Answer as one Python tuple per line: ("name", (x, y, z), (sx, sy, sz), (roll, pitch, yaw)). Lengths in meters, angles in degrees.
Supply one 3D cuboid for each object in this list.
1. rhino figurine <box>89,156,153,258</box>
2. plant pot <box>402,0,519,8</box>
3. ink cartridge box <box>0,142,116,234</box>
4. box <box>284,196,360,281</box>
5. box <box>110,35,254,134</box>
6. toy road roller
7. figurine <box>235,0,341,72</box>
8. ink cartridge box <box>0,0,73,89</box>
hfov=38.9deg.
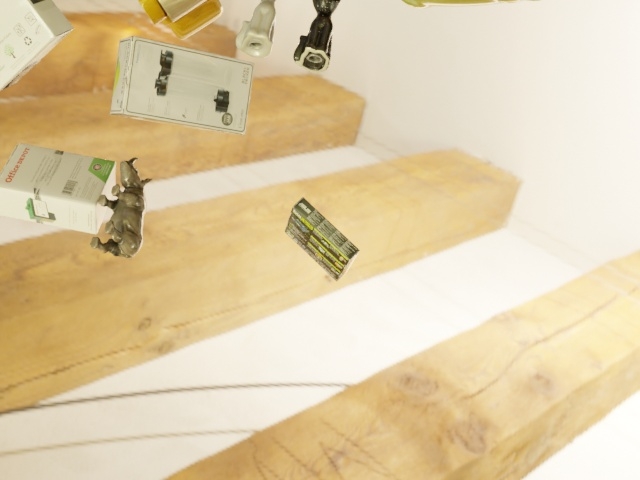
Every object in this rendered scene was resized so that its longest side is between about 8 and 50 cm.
("rhino figurine", (-0.411, -0.072, 1.913), (0.106, 0.073, 0.243), (36, -131, -44))
("plant pot", (0.336, -0.701, 2.119), (0.366, 0.366, 0.353), (-10, -176, -39))
("ink cartridge box", (-0.575, -0.115, 1.976), (0.219, 0.092, 0.160), (11, -138, -1))
("box", (0.000, 0.000, 2.210), (0.191, 0.184, 0.045), (43, -112, 8))
("box", (-0.300, -0.334, 1.976), (0.290, 0.169, 0.087), (5, -176, -32))
("toy road roller", (-0.328, -0.594, 2.187), (0.202, 0.240, 0.329), (-34, -141, -1))
("figurine", (-0.064, -0.500, 2.023), (0.215, 0.092, 0.209), (13, -115, -3))
("ink cartridge box", (-0.553, -0.414, 1.415), (0.332, 0.165, 0.065), (53, -149, -12))
